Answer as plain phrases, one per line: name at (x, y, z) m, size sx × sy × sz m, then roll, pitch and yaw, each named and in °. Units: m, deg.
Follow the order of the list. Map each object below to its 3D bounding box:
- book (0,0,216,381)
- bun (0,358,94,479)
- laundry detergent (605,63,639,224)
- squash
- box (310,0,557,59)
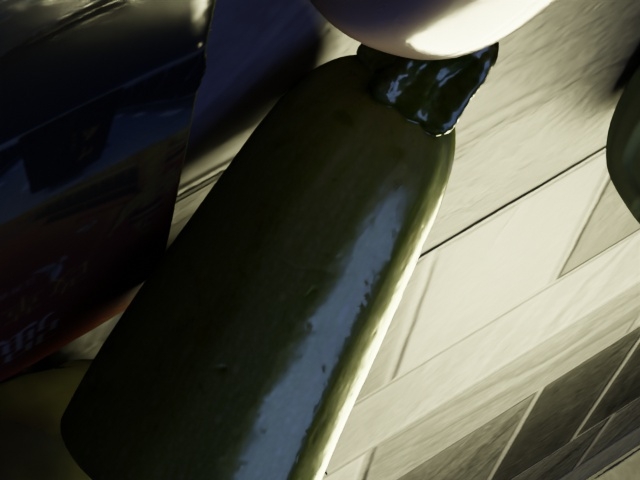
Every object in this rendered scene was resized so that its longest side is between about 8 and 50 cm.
book at (-0.161, -0.005, 0.713) m, size 0.262 × 0.028 × 0.374 m, roll -30°, pitch 162°, yaw -22°
bun at (-0.186, 0.233, 0.980) m, size 0.360 × 0.211 × 0.359 m, roll -31°, pitch 163°, yaw -10°
laundry detergent at (0.386, -0.153, 1.179) m, size 0.398 × 0.124 × 0.264 m, roll -29°, pitch 161°, yaw -22°
squash at (-0.003, -0.004, 0.869) m, size 0.287 × 0.137 × 0.137 m, roll -60°, pitch 158°, yaw 9°
box at (0.077, -0.148, 0.671) m, size 0.200 × 0.088 × 0.146 m, roll -40°, pitch 163°, yaw 20°
